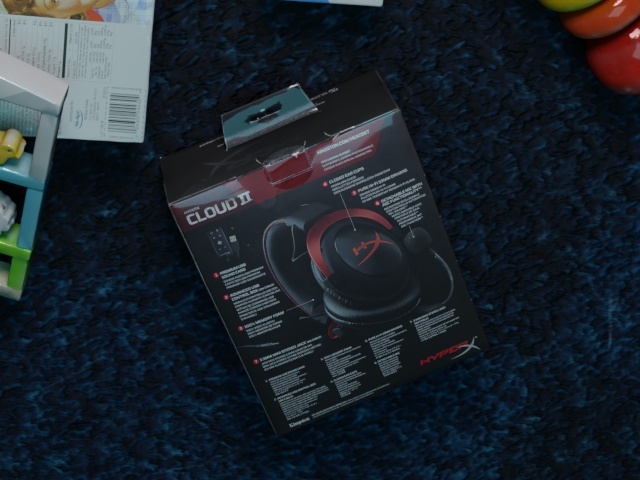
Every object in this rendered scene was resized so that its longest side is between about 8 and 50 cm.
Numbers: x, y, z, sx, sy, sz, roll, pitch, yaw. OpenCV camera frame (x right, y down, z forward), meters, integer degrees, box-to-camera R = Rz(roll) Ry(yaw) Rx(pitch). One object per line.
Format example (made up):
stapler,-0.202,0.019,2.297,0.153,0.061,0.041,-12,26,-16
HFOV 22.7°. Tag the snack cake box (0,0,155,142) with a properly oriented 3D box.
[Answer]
snack cake box,-0.211,-0.219,1.307,0.152,0.089,0.264,4,115,-10

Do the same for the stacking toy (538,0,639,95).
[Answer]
stacking toy,0.214,-0.256,1.358,0.141,0.141,0.330,-36,123,8

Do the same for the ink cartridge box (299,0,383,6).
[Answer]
ink cartridge box,0.007,-0.292,1.327,0.104,0.061,0.181,1,115,-11

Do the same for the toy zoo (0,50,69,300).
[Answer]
toy zoo,-0.314,-0.078,1.302,0.192,0.030,0.293,17,136,-4

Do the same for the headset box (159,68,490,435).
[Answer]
headset box,0.000,0.000,1.439,0.218,0.110,0.293,-23,117,1
